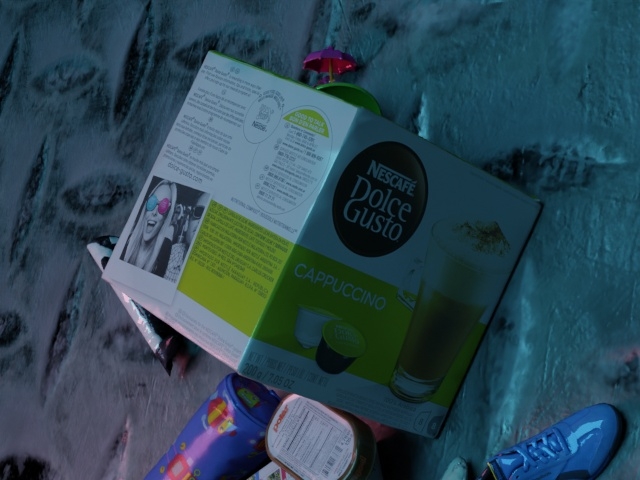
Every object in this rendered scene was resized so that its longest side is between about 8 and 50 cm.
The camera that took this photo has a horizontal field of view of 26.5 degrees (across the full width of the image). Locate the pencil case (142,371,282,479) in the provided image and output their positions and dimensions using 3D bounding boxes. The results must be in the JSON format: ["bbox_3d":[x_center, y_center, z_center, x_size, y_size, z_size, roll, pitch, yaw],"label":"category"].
[{"bbox_3d":[-0.158,0.318,1.902,0.119,0.133,0.306,48,112,23],"label":"pencil case"}]

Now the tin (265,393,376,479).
[{"bbox_3d":[-0.003,0.250,1.682,0.189,0.040,0.106,26,83,54],"label":"tin"}]

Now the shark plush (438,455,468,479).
[{"bbox_3d":[0.144,0.341,1.634,0.067,0.073,0.161,-113,34,-64],"label":"shark plush"}]

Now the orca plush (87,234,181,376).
[{"bbox_3d":[-0.268,0.075,2.158,0.102,0.151,0.287,-33,39,-8],"label":"orca plush"}]

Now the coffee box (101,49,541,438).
[{"bbox_3d":[0.000,0.000,1.708,0.338,0.337,0.334,27,92,51],"label":"coffee box"}]

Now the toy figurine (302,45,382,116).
[{"bbox_3d":[0.012,-0.205,1.998,0.159,0.130,0.173,-95,21,-48],"label":"toy figurine"}]

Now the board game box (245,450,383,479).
[{"bbox_3d":[-0.048,0.406,1.742,0.303,0.097,0.224,-39,41,30],"label":"board game box"}]

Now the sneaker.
[{"bbox_3d":[0.244,0.250,1.522,0.209,0.082,0.069,-43,43,24],"label":"sneaker"}]
